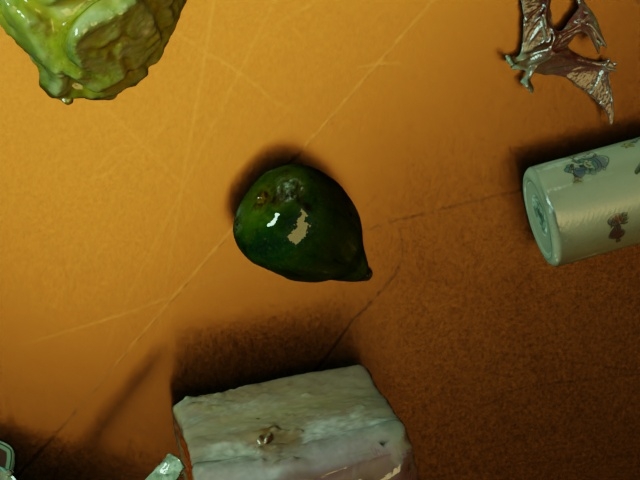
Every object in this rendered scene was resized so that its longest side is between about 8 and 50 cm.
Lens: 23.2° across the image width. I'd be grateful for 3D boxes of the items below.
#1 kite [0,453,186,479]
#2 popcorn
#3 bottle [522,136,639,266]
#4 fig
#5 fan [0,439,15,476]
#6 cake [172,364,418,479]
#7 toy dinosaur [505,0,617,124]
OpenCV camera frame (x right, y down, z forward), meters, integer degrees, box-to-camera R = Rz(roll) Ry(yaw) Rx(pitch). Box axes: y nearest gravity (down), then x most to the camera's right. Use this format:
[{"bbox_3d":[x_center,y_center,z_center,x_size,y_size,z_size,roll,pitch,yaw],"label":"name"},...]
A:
[{"bbox_3d":[-0.237,0.328,1.525,0.335,0.011,0.314,39,100,20],"label":"kite"},{"bbox_3d":[-0.219,-0.227,1.433,0.185,0.187,0.167,39,62,-10],"label":"popcorn"},{"bbox_3d":[0.334,-0.054,1.609,0.233,0.110,0.110,-16,109,-4],"label":"bottle"},{"bbox_3d":[0.000,0.000,1.580,0.177,0.117,0.117,38,98,-29],"label":"fig"},{"bbox_3d":[-0.387,0.225,1.630,0.132,0.009,0.220,-10,110,-9],"label":"fan"},{"bbox_3d":[-0.019,0.305,1.597,0.230,0.237,0.309,-8,110,-6],"label":"cake"},{"bbox_3d":[0.239,-0.205,1.587,0.108,0.032,0.220,-34,108,5],"label":"toy dinosaur"}]
